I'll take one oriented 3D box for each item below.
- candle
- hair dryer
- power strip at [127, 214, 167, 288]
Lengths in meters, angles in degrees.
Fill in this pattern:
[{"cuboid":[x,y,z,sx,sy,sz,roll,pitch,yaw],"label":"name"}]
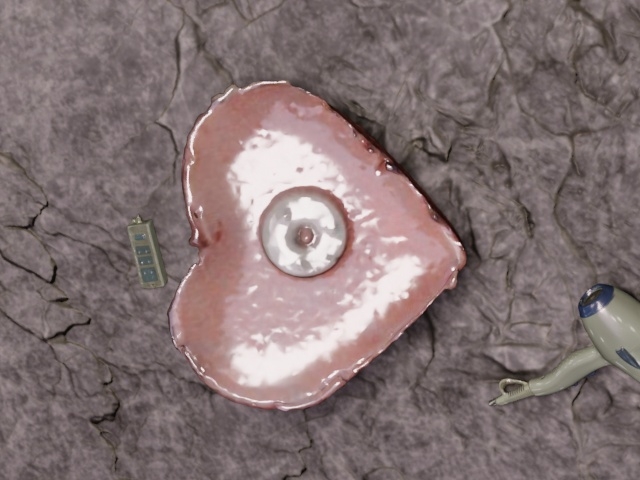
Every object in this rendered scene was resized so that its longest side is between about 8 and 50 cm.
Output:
[{"cuboid":[0.000,0.000,1.798,0.287,0.131,0.317,-1,96,6],"label":"candle"},{"cuboid":[0.284,0.149,1.821,0.167,0.067,0.199,36,124,-5],"label":"hair dryer"},{"cuboid":[-0.182,0.013,1.913,0.027,0.017,0.083,-9,107,16],"label":"power strip"}]
